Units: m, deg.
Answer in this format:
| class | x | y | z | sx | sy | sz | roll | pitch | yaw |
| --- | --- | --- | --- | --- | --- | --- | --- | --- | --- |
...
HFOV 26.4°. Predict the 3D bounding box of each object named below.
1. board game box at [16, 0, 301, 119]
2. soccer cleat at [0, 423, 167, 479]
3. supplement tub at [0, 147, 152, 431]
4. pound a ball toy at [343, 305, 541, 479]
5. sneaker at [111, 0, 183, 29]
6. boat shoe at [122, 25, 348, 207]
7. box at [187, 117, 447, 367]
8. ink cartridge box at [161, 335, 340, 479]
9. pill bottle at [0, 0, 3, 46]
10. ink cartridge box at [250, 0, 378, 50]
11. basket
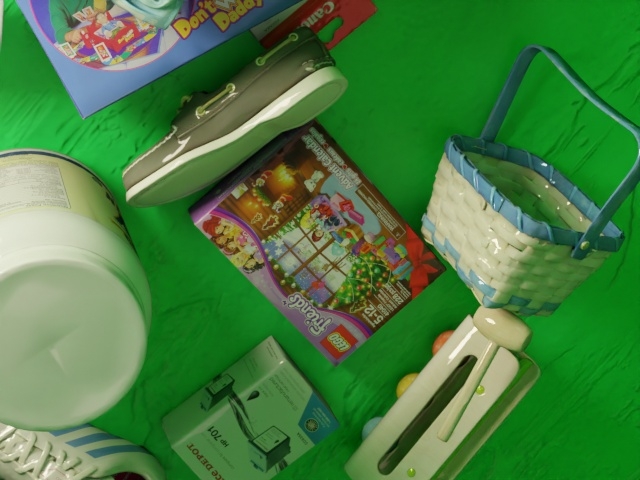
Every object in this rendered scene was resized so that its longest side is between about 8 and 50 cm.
| class | x | y | z | sx | sy | sz | roll | pitch | yaw |
| --- | --- | --- | --- | --- | --- | --- | --- | --- | --- |
| board game box | -0.171 | -0.323 | 1.530 | 0.347 | 0.078 | 0.233 | -28 | 106 | -1 |
| soccer cleat | -0.334 | 0.275 | 1.722 | 0.331 | 0.143 | 0.116 | 24 | 103 | -24 |
| supplement tub | -0.317 | 0.049 | 1.532 | 0.235 | 0.325 | 0.235 | -6 | 114 | -15 |
| pound a ball toy | 0.159 | 0.210 | 1.828 | 0.319 | 0.136 | 0.208 | -52 | 157 | 8 |
| sneaker | -0.206 | -0.291 | 1.421 | 0.366 | 0.135 | 0.150 | -7 | 99 | -7 |
| boat shoe | -0.115 | -0.145 | 1.646 | 0.305 | 0.109 | 0.091 | -31 | 76 | 9 |
| box | 0.000 | 0.000 | 1.759 | 0.201 | 0.057 | 0.293 | -42 | 117 | 3 |
| ink cartridge box | -0.093 | 0.243 | 1.819 | 0.190 | 0.082 | 0.139 | -38 | 117 | -1 |
| pill bottle | -0.458 | -0.243 | 1.483 | 0.216 | 0.121 | 0.121 | 4 | 110 | -19 |
| ink cartridge box | -0.030 | -0.295 | 1.637 | 0.145 | 0.045 | 0.179 | -39 | 115 | 2 |
| basket | 0.268 | -0.071 | 1.714 | 0.201 | 0.255 | 0.289 | 4 | 125 | -33 |
